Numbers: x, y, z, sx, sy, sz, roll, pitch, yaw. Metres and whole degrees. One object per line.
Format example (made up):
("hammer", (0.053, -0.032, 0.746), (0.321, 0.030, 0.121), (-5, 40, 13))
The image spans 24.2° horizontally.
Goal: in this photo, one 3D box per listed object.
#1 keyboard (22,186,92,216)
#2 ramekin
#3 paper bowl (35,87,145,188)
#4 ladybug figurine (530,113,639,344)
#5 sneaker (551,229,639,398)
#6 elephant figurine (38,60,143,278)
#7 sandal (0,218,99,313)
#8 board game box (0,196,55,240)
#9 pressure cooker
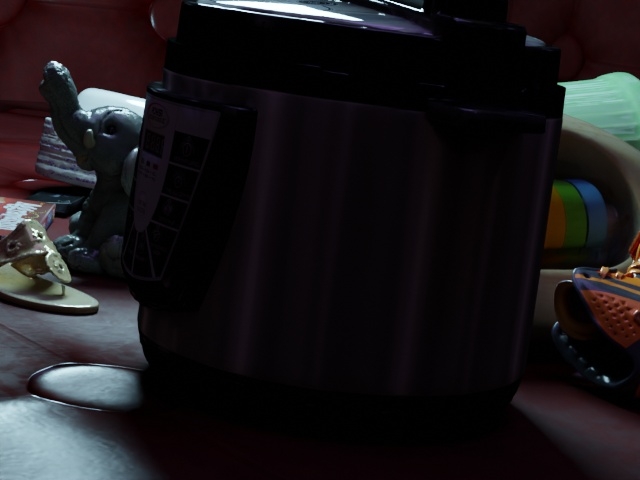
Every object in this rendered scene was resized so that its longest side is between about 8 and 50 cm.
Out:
("keyboard", (-0.365, -0.057, 2.175), (0.108, 0.023, 0.180), (2, 10, 5))
("ramekin", (0.335, -0.071, 1.991), (0.148, 0.303, 0.303), (-2, 11, -12))
("paper bowl", (-0.284, -0.144, 2.285), (0.284, 0.148, 0.284), (13, 3, -1))
("ladybug figurine", (0.225, -0.006, 1.689), (0.449, 0.305, 0.162), (4, -34, -24))
("sneaker", (0.328, 0.032, 1.533), (0.180, 0.125, 0.321), (6, 41, -3))
("elephant figurine", (-0.227, -0.083, 1.763), (0.169, 0.239, 0.186), (10, 10, 19))
("sandal", (-0.327, 0.013, 1.601), (0.240, 0.079, 0.088), (16, 13, 41))
("board game box", (-0.427, -0.024, 1.912), (0.145, 0.027, 0.281), (8, 9, -5))
("pressure cooker", (0.028, -0.071, 1.344), (0.370, 0.420, 0.375), (11, 11, 15))
